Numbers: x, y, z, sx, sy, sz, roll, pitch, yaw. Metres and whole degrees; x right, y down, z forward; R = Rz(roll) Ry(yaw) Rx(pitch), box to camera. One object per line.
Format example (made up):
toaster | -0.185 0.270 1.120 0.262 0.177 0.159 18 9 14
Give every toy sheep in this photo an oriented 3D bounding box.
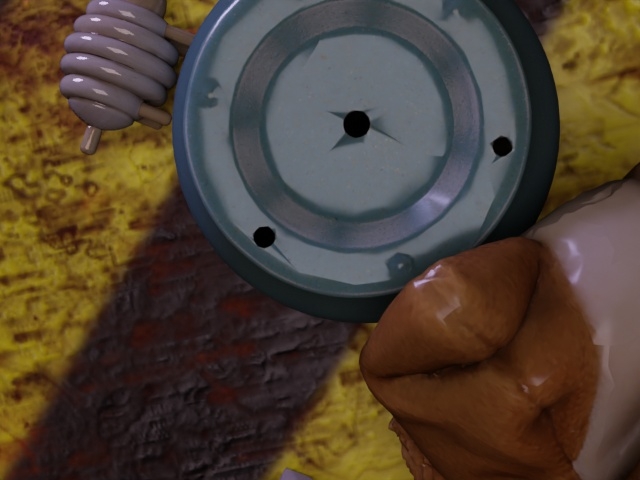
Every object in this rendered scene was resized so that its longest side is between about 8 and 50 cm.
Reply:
toy sheep | -0.142 -0.123 0.803 0.091 0.091 0.132 17 80 3

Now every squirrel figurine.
squirrel figurine | 0.208 0.171 0.647 0.281 0.397 0.370 -28 74 -29

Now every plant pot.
plant pot | 0.026 -0.067 0.701 0.271 0.255 0.272 0 95 4

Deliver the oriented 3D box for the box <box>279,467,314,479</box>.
box | -0.068 0.334 0.866 0.063 0.067 0.324 25 100 3
